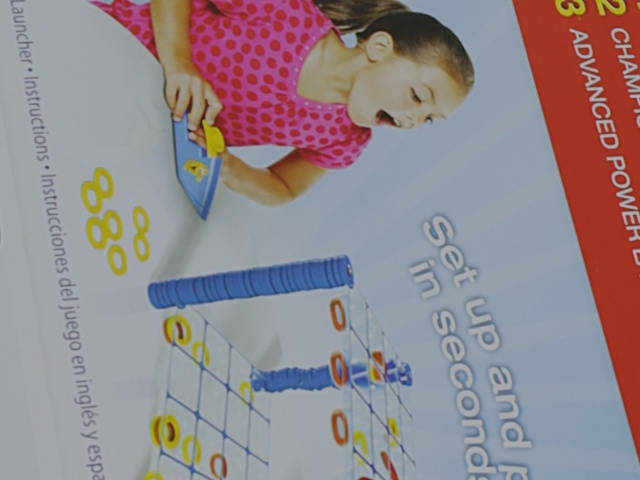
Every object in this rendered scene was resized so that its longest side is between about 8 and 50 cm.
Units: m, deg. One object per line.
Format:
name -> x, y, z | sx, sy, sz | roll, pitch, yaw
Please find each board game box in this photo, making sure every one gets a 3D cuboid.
board game box -> 0.000, 0.000, 0.412 | 0.302, 0.308, 0.086 | -4, 158, -22
